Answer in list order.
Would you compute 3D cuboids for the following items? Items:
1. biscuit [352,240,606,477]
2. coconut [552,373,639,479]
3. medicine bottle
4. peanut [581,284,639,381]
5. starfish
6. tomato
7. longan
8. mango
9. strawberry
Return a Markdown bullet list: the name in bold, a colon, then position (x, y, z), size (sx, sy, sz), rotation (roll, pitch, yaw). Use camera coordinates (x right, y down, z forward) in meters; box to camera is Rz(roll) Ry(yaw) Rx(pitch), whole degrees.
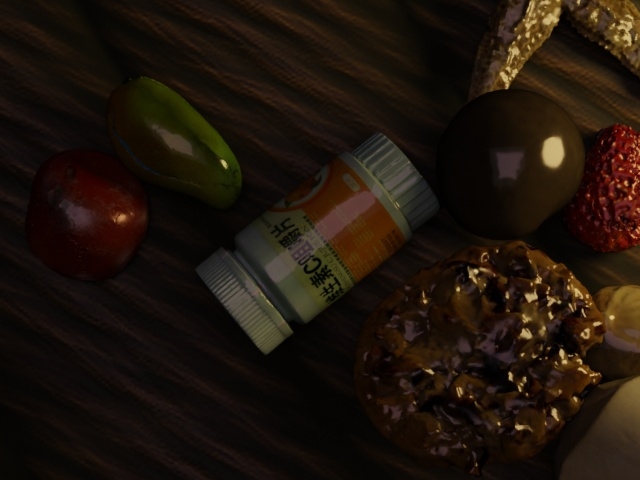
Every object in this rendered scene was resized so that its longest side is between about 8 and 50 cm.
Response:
- **biscuit**: position (0.206, 0.143, 1.693), size (0.334, 0.081, 0.289), rotation (-37, 64, -10)
- **coconut**: position (0.453, 0.316, 1.638), size (0.323, 0.323, 0.322), rotation (0, 81, 2)
- **medicine bottle**: position (0.000, 0.000, 1.791), size (0.318, 0.158, 0.158), rotation (-38, 82, -5)
- **peanut**: position (0.422, 0.126, 1.775), size (0.159, 0.109, 0.140), rotation (10, 69, 4)
- **starfish**: position (0.299, -0.327, 1.875), size (0.324, 0.082, 0.432), rotation (-28, 84, -6)
- **tomato**: position (-0.331, -0.043, 1.838), size (0.173, 0.099, 0.189), rotation (15, 80, 6)
- **longan**: position (0.254, -0.105, 1.778), size (0.220, 0.196, 0.196), rotation (-40, 82, -23)
- **mango**: position (-0.209, -0.129, 1.843), size (0.233, 0.111, 0.125), rotation (46, 117, -1)
- **strawberry**: position (0.405, -0.076, 1.829), size (0.121, 0.082, 0.188), rotation (7, 84, 6)
